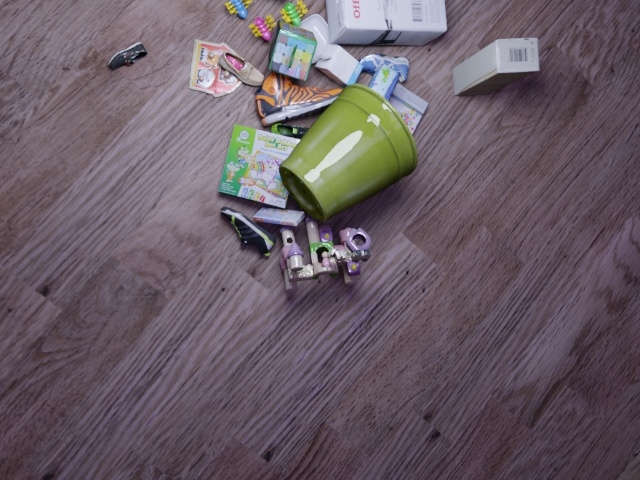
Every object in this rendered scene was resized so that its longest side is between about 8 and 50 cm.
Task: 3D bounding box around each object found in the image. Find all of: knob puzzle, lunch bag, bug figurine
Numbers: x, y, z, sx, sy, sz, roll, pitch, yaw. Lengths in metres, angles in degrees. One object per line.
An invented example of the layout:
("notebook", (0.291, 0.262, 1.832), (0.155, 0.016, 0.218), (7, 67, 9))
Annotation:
("knob puzzle", (-0.354, -0.601, 1.606), (0.213, 0.030, 0.213), (-1, 93, -11))
("lunch bag", (0.194, -0.507, 1.619), (0.090, 0.219, 0.176), (29, 87, -5))
("bug figurine", (-0.178, -0.817, 1.595), (0.278, 0.072, 0.216), (-27, 86, -3))

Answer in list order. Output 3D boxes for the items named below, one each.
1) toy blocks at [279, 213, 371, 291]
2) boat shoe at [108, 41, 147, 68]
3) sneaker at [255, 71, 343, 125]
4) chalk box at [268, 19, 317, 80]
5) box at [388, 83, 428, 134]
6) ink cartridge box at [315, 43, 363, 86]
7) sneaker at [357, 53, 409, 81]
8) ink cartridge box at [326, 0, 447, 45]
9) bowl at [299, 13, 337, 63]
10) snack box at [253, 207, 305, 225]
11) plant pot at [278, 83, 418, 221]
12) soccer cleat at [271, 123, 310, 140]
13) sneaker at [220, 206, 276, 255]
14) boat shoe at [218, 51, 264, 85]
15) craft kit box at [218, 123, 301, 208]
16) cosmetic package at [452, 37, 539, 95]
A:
("toy blocks", (0.000, 0.000, 1.584), (0.288, 0.309, 0.260), (-5, 67, -8))
("boat shoe", (-0.648, -0.615, 1.539), (0.133, 0.049, 0.042), (-36, 91, -11))
("sneaker", (-0.077, -0.533, 1.614), (0.320, 0.124, 0.180), (-18, 97, -9))
("chalk box", (-0.092, -0.620, 1.506), (0.131, 0.213, 0.132), (13, 123, -16))
("box", (0.302, -0.474, 1.734), (0.145, 0.038, 0.186), (29, 89, -11))
("ink cartridge box", (0.060, -0.622, 1.619), (0.143, 0.092, 0.090), (25, 98, -38))
("sneaker", (0.230, -0.635, 1.688), (0.211, 0.080, 0.081), (-1, 90, -10))
("ink cartridge box", (0.223, -0.855, 1.606), (0.394, 0.166, 0.286), (-7, 95, -19))
("bowl", (-0.026, -0.720, 1.649), (0.142, 0.053, 0.142), (-39, 99, -5))
("snack box", (-0.145, -0.084, 1.587), (0.064, 0.178, 0.022), (-53, 140, -43))
("plant pot", (0.065, -0.256, 1.513), (0.353, 0.366, 0.366), (-41, 100, -13))
("soccer cleat", (-0.087, -0.384, 1.641), (0.178, 0.072, 0.060), (5, 94, -21))
("sneaker", (-0.267, -0.028, 1.629), (0.234, 0.084, 0.097), (35, 88, -11))
("boat shoe", (-0.269, -0.597, 1.590), (0.170, 0.059, 0.063), (22, 78, -22))
("craft kit box", (-0.209, -0.258, 1.612), (0.249, 0.061, 0.247), (14, 88, 4))
("cosmetic package", (0.620, -0.617, 1.647), (0.160, 0.309, 0.113), (-6, 94, -9))
